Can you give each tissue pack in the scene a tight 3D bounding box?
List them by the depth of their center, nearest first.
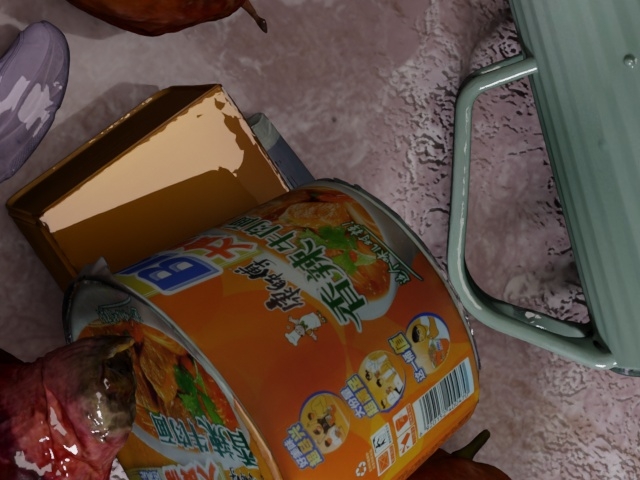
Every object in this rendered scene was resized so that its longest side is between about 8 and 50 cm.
[{"bbox_3d":[-0.106,0.029,1.669,0.194,0.145,0.274,-36,108,-14],"label":"tissue pack"}]

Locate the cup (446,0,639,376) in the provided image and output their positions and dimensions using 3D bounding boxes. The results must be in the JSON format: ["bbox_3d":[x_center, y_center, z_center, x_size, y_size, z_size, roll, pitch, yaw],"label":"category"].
[{"bbox_3d":[0.311,-0.077,1.756,0.401,0.310,0.392,-24,98,-22],"label":"cup"}]

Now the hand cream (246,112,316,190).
[{"bbox_3d":[0.000,0.000,1.764,0.079,0.048,0.255,-39,110,-10],"label":"hand cream"}]

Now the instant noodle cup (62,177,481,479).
[{"bbox_3d":[-0.028,0.102,1.497,0.214,0.296,0.296,-32,106,-27],"label":"instant noodle cup"}]

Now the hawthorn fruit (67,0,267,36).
[{"bbox_3d":[-0.120,-0.250,1.617,0.243,0.207,0.207,39,79,-35],"label":"hawthorn fruit"}]

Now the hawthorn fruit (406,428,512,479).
[{"bbox_3d":[0.097,0.287,1.751,0.224,0.224,0.261,25,64,-23],"label":"hawthorn fruit"}]

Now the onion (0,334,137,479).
[{"bbox_3d":[-0.270,0.188,1.463,0.398,0.398,0.420,35,111,-22],"label":"onion"}]

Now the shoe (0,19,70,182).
[{"bbox_3d":[-0.308,-0.089,1.599,0.137,0.095,0.245,35,87,-24],"label":"shoe"}]
